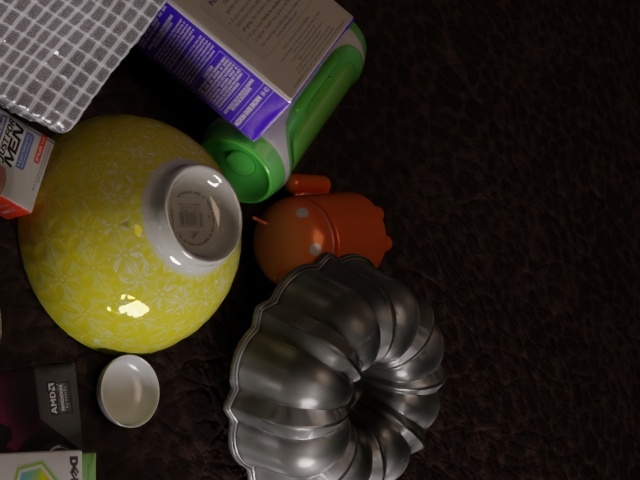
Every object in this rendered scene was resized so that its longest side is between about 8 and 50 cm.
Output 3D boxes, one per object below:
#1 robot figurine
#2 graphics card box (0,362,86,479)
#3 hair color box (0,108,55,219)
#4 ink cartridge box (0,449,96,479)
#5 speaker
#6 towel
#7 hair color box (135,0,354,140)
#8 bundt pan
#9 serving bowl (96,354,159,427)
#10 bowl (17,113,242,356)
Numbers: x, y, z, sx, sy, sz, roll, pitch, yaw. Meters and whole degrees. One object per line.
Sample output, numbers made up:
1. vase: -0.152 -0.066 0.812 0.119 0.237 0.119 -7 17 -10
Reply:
1. robot figurine: 0.001 0.002 1.577 0.219 0.128 0.158 -7 117 -48
2. graphics card box: -0.393 0.245 1.116 0.371 0.094 0.232 1 80 -48
3. hair color box: -0.372 -0.101 1.254 0.167 0.053 0.093 31 59 -37
4. ink cartridge box: -0.280 0.255 1.120 0.209 0.062 0.108 8 74 -47
5. speaker: -0.045 -0.184 1.573 0.131 0.131 0.296 53 47 -24
6. towel: -0.275 -0.260 1.199 0.283 0.121 0.235 -52 155 5
7. hair color box: -0.147 -0.300 1.427 0.339 0.110 0.185 40 51 -9
8. bundt pan: 0.041 0.185 1.496 0.331 0.124 0.330 -16 113 -43
9. serving bowl: -0.226 0.174 1.363 0.083 0.027 0.083 15 69 -45
10. bowl: -0.184 -0.018 1.362 0.289 0.156 0.289 14 70 -44
